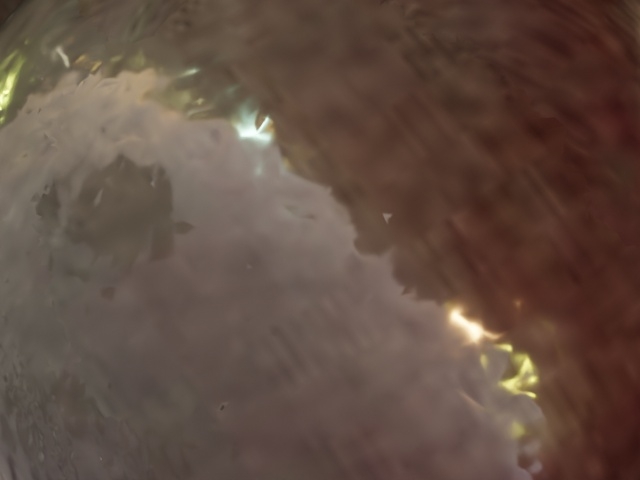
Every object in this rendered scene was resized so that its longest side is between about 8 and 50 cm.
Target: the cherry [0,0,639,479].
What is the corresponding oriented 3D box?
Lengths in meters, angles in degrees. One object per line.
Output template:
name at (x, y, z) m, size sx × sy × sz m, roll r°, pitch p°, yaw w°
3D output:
cherry at (0.000, 0.000, 0.467) m, size 0.183 × 0.213 × 0.266 m, roll 49°, pitch -173°, yaw -31°
